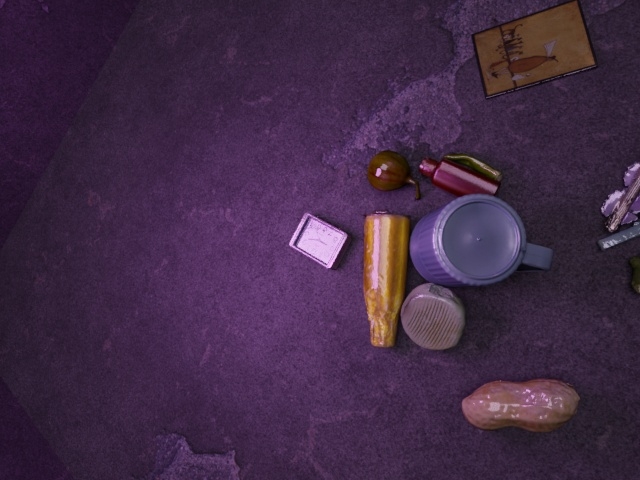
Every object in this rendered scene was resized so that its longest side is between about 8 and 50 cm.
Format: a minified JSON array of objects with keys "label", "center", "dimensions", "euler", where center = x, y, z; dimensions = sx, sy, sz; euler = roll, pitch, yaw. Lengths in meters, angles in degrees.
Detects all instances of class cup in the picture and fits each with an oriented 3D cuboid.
[{"label":"cup","center":[0.437,0.034,1.168],"dimensions":[0.331,0.311,0.257],"euler":[44,89,6]}]

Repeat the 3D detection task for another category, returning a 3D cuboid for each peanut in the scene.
[{"label":"peanut","center":[0.572,0.478,1.171],"dimensions":[0.312,0.149,0.149],"euler":[-10,78,20]}]

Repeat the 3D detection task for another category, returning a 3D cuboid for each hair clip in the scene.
[{"label":"hair clip","center":[0.913,-0.152,1.163],"dimensions":[0.106,0.084,0.293],"euler":[32,99,28]}]

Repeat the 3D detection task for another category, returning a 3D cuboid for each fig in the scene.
[{"label":"fig","center":[0.251,-0.228,1.395],"dimensions":[0.186,0.142,0.148],"euler":[28,120,35]}]

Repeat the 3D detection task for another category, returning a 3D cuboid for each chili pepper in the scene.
[{"label":"chili pepper","center":[0.510,-0.252,1.347],"dimensions":[0.201,0.052,0.050],"euler":[32,94,22]}]

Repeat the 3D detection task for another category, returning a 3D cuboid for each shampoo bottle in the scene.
[{"label":"shampoo bottle","center":[0.456,-0.202,1.347],"dimensions":[0.260,0.064,0.102],"euler":[31,126,23]}]

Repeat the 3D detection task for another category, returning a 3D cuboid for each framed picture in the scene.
[{"label":"framed picture","center":[0.704,-0.637,1.350],"dimensions":[0.337,0.014,0.256],"euler":[-11,78,20]}]

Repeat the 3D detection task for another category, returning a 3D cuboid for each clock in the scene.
[{"label":"clock","center":[0.000,0.000,1.502],"dimensions":[0.197,0.063,0.150],"euler":[30,94,23]}]

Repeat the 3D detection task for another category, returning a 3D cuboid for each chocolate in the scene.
[{"label":"chocolate","center":[0.209,0.128,1.351],"dimensions":[0.161,0.162,0.447],"euler":[2,84,22]}]

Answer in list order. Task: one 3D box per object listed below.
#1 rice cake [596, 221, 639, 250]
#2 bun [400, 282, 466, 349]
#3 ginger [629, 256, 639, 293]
[{"label":"rice cake","center":[0.901,-0.024,1.172],"dimensions":[0.180,0.030,0.042],"euler":[-26,67,15]},{"label":"bun","center":[0.358,0.238,1.284],"dimensions":[0.220,0.108,0.222],"euler":[11,116,23]},{"label":"ginger","center":[0.992,0.050,1.096],"dimensions":[0.289,0.089,0.137],"euler":[-26,82,14]}]
